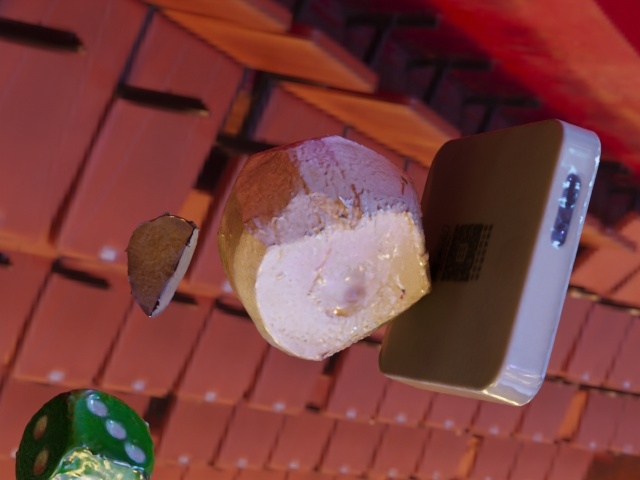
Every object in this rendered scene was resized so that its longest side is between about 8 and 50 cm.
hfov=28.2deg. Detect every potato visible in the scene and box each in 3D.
[{"bbox_3d":[-0.270,0.039,2.123,0.100,0.172,0.089,22,176,10],"label":"potato"}]

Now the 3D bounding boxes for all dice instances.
[{"bbox_3d":[-0.286,0.264,1.546,0.128,0.131,0.120,25,-151,-33],"label":"dice"}]

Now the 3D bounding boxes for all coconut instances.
[{"bbox_3d":[0.000,0.000,1.755,0.297,0.297,0.254,11,-151,-19],"label":"coconut"}]

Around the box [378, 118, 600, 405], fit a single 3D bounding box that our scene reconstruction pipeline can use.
[{"bbox_3d":[0.223,0.030,1.733,0.090,0.367,0.373,19,172,-19],"label":"box"}]
